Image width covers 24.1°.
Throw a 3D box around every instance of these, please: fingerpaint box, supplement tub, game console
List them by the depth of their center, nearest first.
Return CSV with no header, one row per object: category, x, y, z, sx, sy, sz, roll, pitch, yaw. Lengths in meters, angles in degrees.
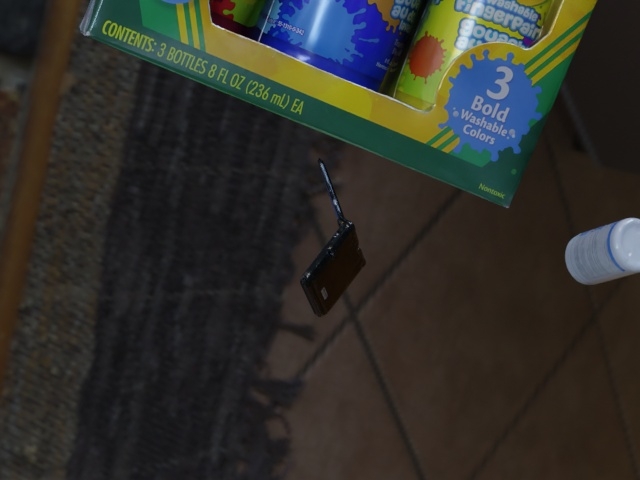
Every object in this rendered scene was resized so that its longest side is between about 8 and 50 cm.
game console,0.000,0.000,1.415,0.107,0.071,0.122,-52,163,-10
fingerpaint box,0.042,-0.286,1.452,0.445,0.163,0.371,22,95,-14
supplement tub,0.367,0.015,1.896,0.071,0.107,0.071,6,76,-28
